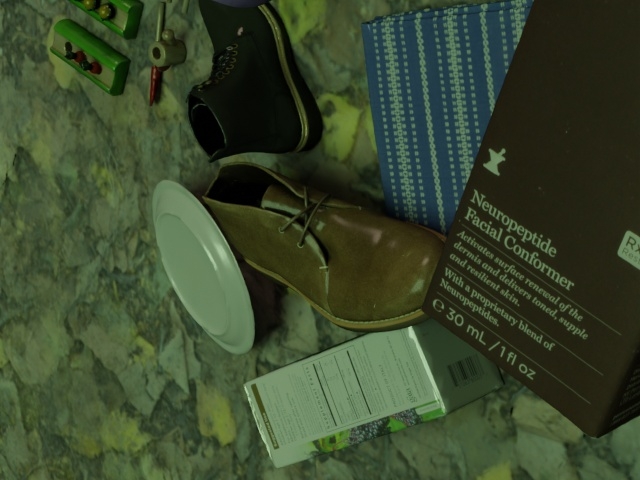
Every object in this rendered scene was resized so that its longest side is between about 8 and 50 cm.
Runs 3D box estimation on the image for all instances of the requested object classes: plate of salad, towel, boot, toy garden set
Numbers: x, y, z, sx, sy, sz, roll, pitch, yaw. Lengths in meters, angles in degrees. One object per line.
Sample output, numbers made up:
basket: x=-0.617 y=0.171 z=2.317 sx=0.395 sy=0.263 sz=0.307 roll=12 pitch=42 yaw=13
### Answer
plate of salad: x=-0.116 y=0.025 z=1.561 sx=0.200 sy=0.048 sz=0.200 roll=44 pitch=149 yaw=36
towel: x=0.183 y=-0.090 z=1.292 sx=0.336 sy=0.040 sz=0.243 roll=1 pitch=104 yaw=43
boot: x=-0.093 y=-0.168 z=1.444 sx=0.077 sy=0.137 sz=0.198 roll=-45 pitch=70 yaw=39
boot: x=0.000 y=0.000 z=1.373 sx=0.305 sy=0.115 sz=0.112 roll=17 pitch=68 yaw=48
toy garden set: x=-0.205 y=-0.261 z=1.580 sx=0.204 sy=0.049 sz=0.244 roll=35 pitch=122 yaw=30

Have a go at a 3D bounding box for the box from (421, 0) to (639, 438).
box: x=0.235 y=-0.061 z=1.128 sx=0.191 sy=0.143 sz=0.381 roll=36 pitch=124 yaw=30

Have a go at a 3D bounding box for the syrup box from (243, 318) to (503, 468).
syrup box: x=0.046 y=0.137 z=1.426 sx=0.237 sy=0.093 sz=0.096 roll=-26 pitch=83 yaw=43

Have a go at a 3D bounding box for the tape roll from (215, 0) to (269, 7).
tape roll: x=-0.078 y=-0.312 z=1.359 sx=0.080 sy=0.189 sz=0.189 roll=-33 pitch=78 yaw=42
